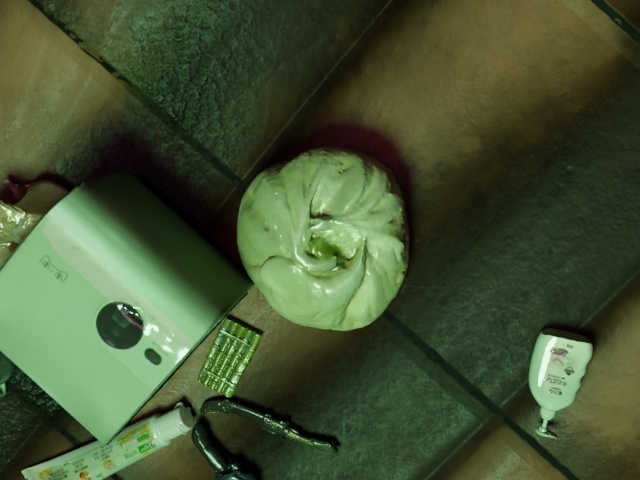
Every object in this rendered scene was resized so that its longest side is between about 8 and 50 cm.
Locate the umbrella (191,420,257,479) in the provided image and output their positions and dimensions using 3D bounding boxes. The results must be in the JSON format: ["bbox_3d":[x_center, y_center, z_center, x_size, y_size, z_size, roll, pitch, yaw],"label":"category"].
[{"bbox_3d":[-0.117,0.380,1.203,0.071,0.071,0.248,-41,86,14],"label":"umbrella"}]

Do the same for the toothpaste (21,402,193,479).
[{"bbox_3d":[-0.333,0.338,1.227,0.314,0.058,0.056,-28,137,17],"label":"toothpaste"}]

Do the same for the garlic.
[{"bbox_3d":[-0.439,-0.015,1.156,0.124,0.099,0.174,36,109,-19],"label":"garlic"}]

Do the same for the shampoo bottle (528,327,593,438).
[{"bbox_3d":[0.326,0.202,1.102,0.077,0.045,0.152,13,104,5],"label":"shampoo bottle"}]

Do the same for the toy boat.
[{"bbox_3d":[-0.137,0.175,1.180,0.063,0.016,0.115,26,103,2],"label":"toy boat"}]

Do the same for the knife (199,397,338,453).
[{"bbox_3d":[-0.076,0.274,1.188,0.222,0.021,0.045,15,117,8],"label":"knife"}]

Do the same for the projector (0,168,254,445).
[{"bbox_3d":[-0.273,0.081,1.062,0.249,0.248,0.248,42,105,-1],"label":"projector"}]

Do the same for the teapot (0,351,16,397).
[{"bbox_3d":[-0.512,0.207,1.223,0.066,0.057,0.088,-7,100,11],"label":"teapot"}]

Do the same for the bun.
[{"bbox_3d":[0.000,0.000,1.054,0.259,0.160,0.259,3,103,11],"label":"bun"}]
